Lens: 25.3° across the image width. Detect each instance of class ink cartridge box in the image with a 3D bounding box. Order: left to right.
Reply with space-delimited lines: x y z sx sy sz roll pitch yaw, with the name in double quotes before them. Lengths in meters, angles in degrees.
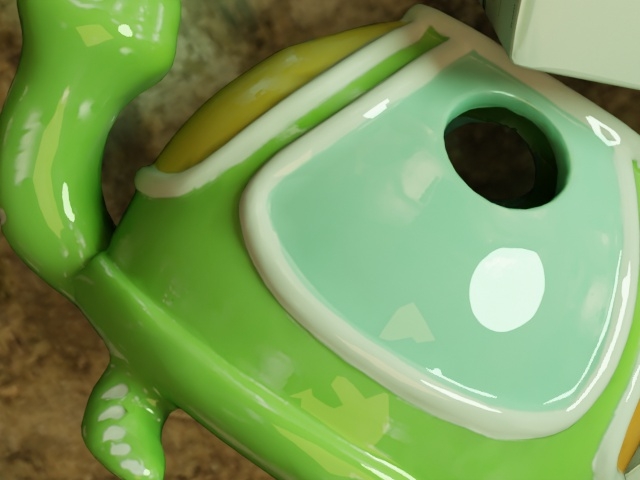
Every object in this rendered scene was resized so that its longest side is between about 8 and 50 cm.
"ink cartridge box" 0.151 -0.122 0.617 0.153 0.208 0.087 10 109 -1

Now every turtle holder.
"turtle holder" 0.012 0.006 0.660 0.320 0.243 0.227 35 97 26

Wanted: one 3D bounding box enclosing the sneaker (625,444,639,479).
"sneaker" 0.163 0.218 0.728 0.114 0.152 0.305 32 89 -5
